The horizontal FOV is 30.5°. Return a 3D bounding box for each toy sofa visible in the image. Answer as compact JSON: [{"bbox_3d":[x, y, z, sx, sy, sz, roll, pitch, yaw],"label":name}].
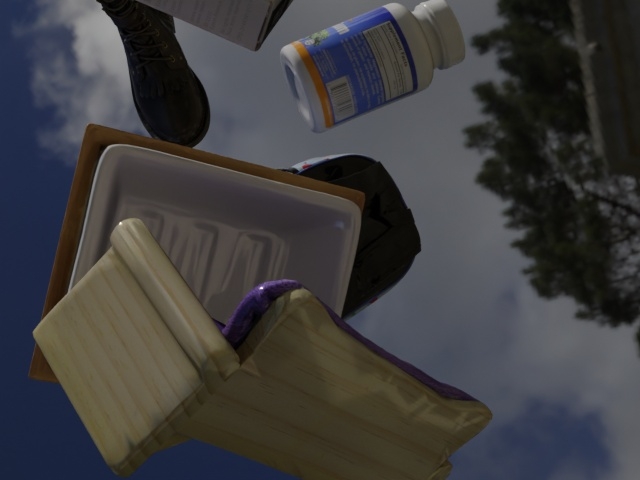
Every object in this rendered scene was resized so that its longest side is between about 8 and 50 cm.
[{"bbox_3d":[-0.027,0.108,0.921,0.150,0.177,0.362,50,-171,37],"label":"toy sofa"}]

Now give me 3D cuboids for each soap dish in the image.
[{"bbox_3d":[-0.116,0.033,1.102,0.291,0.118,0.228,13,-90,-30],"label":"soap dish"}]

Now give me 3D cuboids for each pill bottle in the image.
[{"bbox_3d":[0.086,-0.288,1.875,0.272,0.152,0.152,-24,-88,-8],"label":"pill bottle"}]

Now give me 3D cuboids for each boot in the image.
[{"bbox_3d":[-0.223,-0.250,1.391,0.229,0.091,0.262,59,-171,-74],"label":"boot"}]

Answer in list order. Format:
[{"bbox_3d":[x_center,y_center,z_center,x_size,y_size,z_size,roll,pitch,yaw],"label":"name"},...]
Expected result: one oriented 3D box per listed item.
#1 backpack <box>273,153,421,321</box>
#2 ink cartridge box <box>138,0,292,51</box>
[{"bbox_3d":[0.000,0.000,1.723,0.263,0.213,0.276,-25,-76,-10],"label":"backpack"},{"bbox_3d":[-0.160,-0.314,1.153,0.307,0.072,0.303,22,-150,0],"label":"ink cartridge box"}]
